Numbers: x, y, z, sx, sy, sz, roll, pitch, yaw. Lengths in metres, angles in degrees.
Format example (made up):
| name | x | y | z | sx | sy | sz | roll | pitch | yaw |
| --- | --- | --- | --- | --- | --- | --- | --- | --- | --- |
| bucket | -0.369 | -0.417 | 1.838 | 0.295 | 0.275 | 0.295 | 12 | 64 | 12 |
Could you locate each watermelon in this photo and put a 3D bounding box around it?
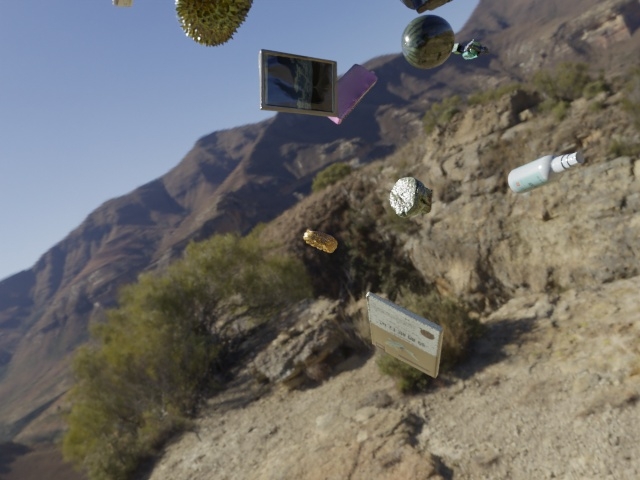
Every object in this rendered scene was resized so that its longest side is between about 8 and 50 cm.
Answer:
| name | x | y | z | sx | sy | sz | roll | pitch | yaw |
| --- | --- | --- | --- | --- | --- | --- | --- | --- | --- |
| watermelon | 0.429 | -0.790 | 2.222 | 0.212 | 0.212 | 0.212 | -28 | 6 | 3 |

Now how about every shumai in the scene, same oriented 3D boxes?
| name | x | y | z | sx | sy | sz | roll | pitch | yaw |
| --- | --- | --- | --- | --- | --- | --- | --- | --- | --- |
| shumai | 0.400 | -0.182 | 2.402 | 0.141 | 0.184 | 0.184 | 22 | -32 | -40 |

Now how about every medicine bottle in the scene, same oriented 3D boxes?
| name | x | y | z | sx | sy | sz | roll | pitch | yaw |
| --- | --- | --- | --- | --- | --- | --- | --- | --- | --- |
| medicine bottle | 0.889 | -0.274 | 2.191 | 0.110 | 0.110 | 0.352 | -31 | 2 | -21 |

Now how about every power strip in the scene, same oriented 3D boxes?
| name | x | y | z | sx | sy | sz | roll | pitch | yaw |
| --- | --- | --- | --- | --- | --- | --- | --- | --- | --- |
| power strip | 0.100 | -0.549 | 2.073 | 0.279 | 0.109 | 0.037 | -51 | -4 | -24 |

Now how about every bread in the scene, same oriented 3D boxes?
| name | x | y | z | sx | sy | sz | roll | pitch | yaw |
| --- | --- | --- | --- | --- | --- | --- | --- | --- | --- |
| bread | 0.000 | 0.000 | 1.745 | 0.044 | 0.110 | 0.083 | -66 | -17 | -11 |

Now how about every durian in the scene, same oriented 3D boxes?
| name | x | y | z | sx | sy | sz | roll | pitch | yaw |
| --- | --- | --- | --- | --- | --- | --- | --- | --- | --- |
| durian | -0.280 | -0.667 | 1.502 | 0.224 | 0.291 | 0.291 | 1 | 10 | 6 |

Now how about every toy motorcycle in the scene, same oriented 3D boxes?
| name | x | y | z | sx | sy | sz | roll | pitch | yaw |
| --- | --- | --- | --- | --- | --- | --- | --- | --- | --- |
| toy motorcycle | 0.664 | -0.841 | 2.459 | 0.100 | 0.058 | 0.173 | 16 | 6 | -24 |

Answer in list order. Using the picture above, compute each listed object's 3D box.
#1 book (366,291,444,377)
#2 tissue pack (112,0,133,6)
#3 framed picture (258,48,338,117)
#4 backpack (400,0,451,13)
| name | x | y | z | sx | sy | sz | roll | pitch | yaw |
| --- | --- | --- | --- | --- | --- | --- | --- | --- | --- |
| book | 0.230 | 0.265 | 1.533 | 0.021 | 0.216 | 0.310 | -53 | -26 | -25 |
| tissue pack | -0.697 | -0.858 | 1.977 | 0.108 | 0.023 | 0.056 | -68 | -1 | -67 |
| framed picture | -0.066 | -0.486 | 1.741 | 0.259 | 0.189 | 0.023 | 2 | -5 | -22 |
| backpack | 0.253 | -0.804 | 1.436 | 0.363 | 0.446 | 0.254 | -40 | -14 | 26 |
